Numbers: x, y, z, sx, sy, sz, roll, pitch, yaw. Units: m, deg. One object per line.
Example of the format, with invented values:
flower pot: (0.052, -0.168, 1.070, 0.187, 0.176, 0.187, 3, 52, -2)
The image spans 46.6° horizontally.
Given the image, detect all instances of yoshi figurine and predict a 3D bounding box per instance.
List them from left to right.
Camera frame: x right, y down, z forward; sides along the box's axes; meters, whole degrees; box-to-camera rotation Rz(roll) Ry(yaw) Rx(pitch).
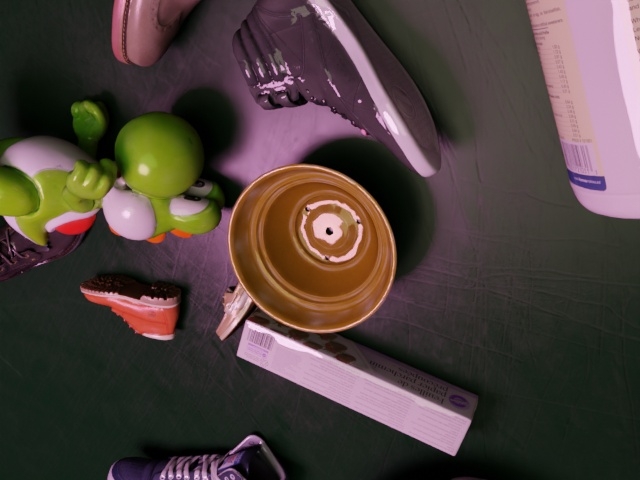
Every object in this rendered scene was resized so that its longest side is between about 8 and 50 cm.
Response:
yoshi figurine: (-0.298, -0.103, 0.941, 0.362, 0.203, 0.203, 8, 78, -6)

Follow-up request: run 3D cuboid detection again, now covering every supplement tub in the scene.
supplement tub: (0.313, -0.205, 0.665, 0.235, 0.235, 0.324, -12, 104, 23)

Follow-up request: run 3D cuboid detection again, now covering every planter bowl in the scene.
planter bowl: (0.000, 0.000, 0.934, 0.217, 0.090, 0.217, 7, 110, 18)

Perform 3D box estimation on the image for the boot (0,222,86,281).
boot: (-0.472, 0.036, 1.040, 0.263, 0.229, 0.091, -31, 96, 27)

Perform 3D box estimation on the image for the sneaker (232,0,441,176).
sneaker: (0.013, -0.172, 0.865, 0.147, 0.104, 0.295, -37, 88, 29)

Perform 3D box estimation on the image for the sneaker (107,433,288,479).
sneaker: (-0.180, 0.353, 1.122, 0.282, 0.099, 0.153, 18, 119, 6)

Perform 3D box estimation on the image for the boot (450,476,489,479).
boot: (0.255, 0.386, 0.992, 0.190, 0.069, 0.086, 15, 108, 13)

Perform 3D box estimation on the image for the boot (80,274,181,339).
boot: (-0.281, 0.101, 1.094, 0.158, 0.059, 0.084, 12, 117, 14)

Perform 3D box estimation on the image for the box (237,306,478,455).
box: (0.046, 0.181, 0.998, 0.324, 0.063, 0.067, 22, 116, 12)

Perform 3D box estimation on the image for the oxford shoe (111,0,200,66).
oxford shoe: (-0.125, -0.328, 0.846, 0.130, 0.123, 0.348, 36, 118, -1)

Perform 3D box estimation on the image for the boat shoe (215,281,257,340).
boat shoe: (-0.110, 0.079, 1.029, 0.045, 0.050, 0.135, 38, 107, 7)
